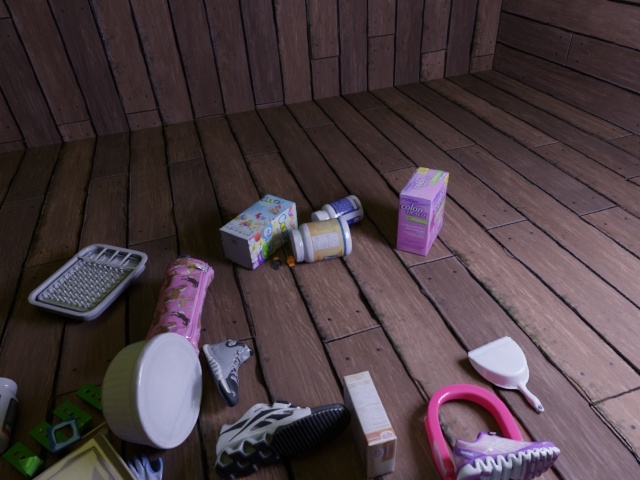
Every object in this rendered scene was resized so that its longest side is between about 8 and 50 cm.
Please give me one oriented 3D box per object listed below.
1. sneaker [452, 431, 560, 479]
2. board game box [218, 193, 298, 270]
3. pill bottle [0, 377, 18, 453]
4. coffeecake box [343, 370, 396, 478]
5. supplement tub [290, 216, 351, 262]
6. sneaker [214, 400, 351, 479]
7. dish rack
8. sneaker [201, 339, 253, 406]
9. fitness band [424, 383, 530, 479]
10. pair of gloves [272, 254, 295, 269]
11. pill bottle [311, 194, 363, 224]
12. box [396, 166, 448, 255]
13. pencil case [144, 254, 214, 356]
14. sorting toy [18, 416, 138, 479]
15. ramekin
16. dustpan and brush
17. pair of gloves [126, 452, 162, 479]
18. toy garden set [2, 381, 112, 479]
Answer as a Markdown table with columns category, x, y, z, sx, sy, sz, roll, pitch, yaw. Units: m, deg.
| category | x | y | z | sx | sy | sz | roll | pitch | yaw |
| --- | --- | --- | --- | --- | --- | --- | --- | --- | --- |
| sneaker | 0.390 | 0.456 | 1.013 | 0.237 | 0.095 | 0.104 | -8 | 32 | -7 |
| board game box | -0.224 | -0.036 | 1.774 | 0.144 | 0.142 | 0.275 | 20 | 43 | 29 |
| pill bottle | -0.842 | 0.449 | 1.208 | 0.108 | 0.107 | 0.180 | -12 | 37 | -11 |
| coffeecake box | 0.112 | 0.430 | 1.108 | 0.068 | 0.142 | 0.185 | -11 | 37 | -10 |
| supplement tub | 0.000 | 0.000 | 1.701 | 0.200 | 0.144 | 0.144 | -11 | 37 | -9 |
| sneaker | -0.096 | 0.432 | 1.126 | 0.331 | 0.122 | 0.146 | -18 | 31 | -2 |
| dish rack | -0.793 | 0.148 | 1.642 | 0.286 | 0.072 | 0.332 | 10 | 39 | 17 |
| sneaker | -0.237 | 0.347 | 1.308 | 0.132 | 0.086 | 0.229 | -19 | 38 | -23 |
| fitness band | 0.365 | 0.471 | 1.109 | 0.209 | 0.054 | 0.290 | -4 | 37 | -4 |
| pair of gloves | -0.135 | 0.078 | 1.722 | 0.083 | 0.010 | 0.074 | -9 | 37 | -6 |
| pill bottle | 0.064 | -0.100 | 1.858 | 0.187 | 0.112 | 0.112 | -21 | 40 | -22 |
| box | 0.373 | -0.108 | 1.728 | 0.117 | 0.242 | 0.213 | 14 | 40 | 24 |
| pencil case | -0.427 | 0.215 | 1.441 | 0.160 | 0.167 | 0.386 | 10 | 36 | -10 |
| sorting toy | -0.520 | 0.554 | 1.031 | 0.348 | 0.047 | 0.196 | 38 | 53 | 25 |
| ramekin | -0.413 | 0.368 | 1.158 | 0.127 | 0.272 | 0.272 | -9 | 35 | 16 |
| dustpan and brush | 0.511 | 0.360 | 1.248 | 0.147 | 0.060 | 0.211 | -18 | 32 | -15 |
| pair of gloves | -0.443 | 0.575 | 1.069 | 0.198 | 0.023 | 0.159 | -29 | 43 | -28 |
| toy garden set | -0.613 | 0.495 | 1.178 | 0.204 | 0.049 | 0.244 | 16 | 40 | 28 |
